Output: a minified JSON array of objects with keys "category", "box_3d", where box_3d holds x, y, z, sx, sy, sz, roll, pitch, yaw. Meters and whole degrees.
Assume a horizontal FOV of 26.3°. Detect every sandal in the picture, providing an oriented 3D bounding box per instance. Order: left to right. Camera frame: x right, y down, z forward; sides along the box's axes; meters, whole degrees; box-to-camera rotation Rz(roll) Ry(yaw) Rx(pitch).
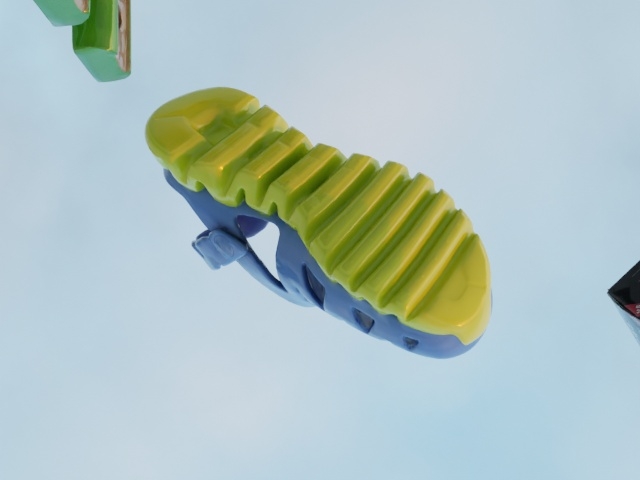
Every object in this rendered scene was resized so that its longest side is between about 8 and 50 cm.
[{"category":"sandal","box_3d":[0.000,0.000,1.053,0.317,0.138,0.126,34,-127,31]}]

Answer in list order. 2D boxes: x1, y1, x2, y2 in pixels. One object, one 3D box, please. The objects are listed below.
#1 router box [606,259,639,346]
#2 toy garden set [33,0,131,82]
[{"category":"router box","box_3d":[0.236,0.023,0.808,0.122,0.092,0.038,-43,-134,-2]},{"category":"toy garden set","box_3d":[-0.117,-0.216,0.633,0.049,0.244,0.204,-5,-107,8]}]
